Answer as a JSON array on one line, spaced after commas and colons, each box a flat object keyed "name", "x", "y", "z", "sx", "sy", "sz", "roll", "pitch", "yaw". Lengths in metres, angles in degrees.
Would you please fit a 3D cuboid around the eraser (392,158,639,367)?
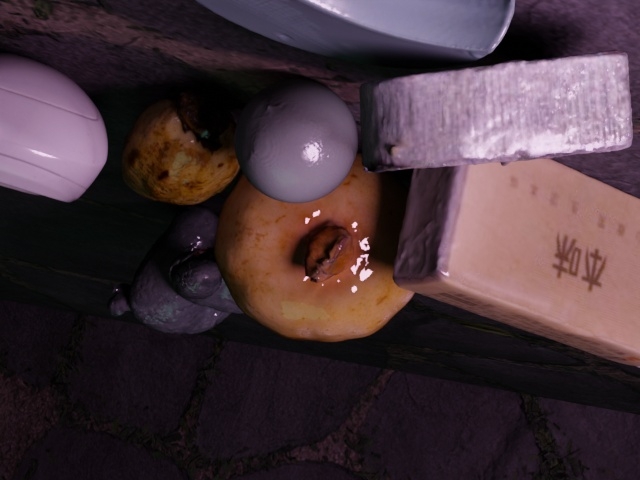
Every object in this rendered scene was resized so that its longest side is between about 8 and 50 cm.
[{"name": "eraser", "x": 0.230, "y": 0.020, "z": 1.196, "sx": 0.343, "sy": 0.144, "sz": 0.078, "roll": 19, "pitch": 166, "yaw": -28}]

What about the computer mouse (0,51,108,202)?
[{"name": "computer mouse", "x": -0.295, "y": -0.113, "z": 1.243, "sx": 0.184, "sy": 0.121, "sz": 0.297, "roll": 15, "pitch": -178, "yaw": -15}]

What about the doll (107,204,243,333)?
[{"name": "doll", "x": -0.106, "y": 0.017, "z": 1.665, "sx": 0.246, "sy": 0.158, "sz": 0.340, "roll": -18, "pitch": 178, "yaw": -44}]

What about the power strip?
[{"name": "power strip", "x": 0.002, "y": -0.163, "z": 0.812, "sx": 0.253, "sy": 0.054, "sz": 0.168, "roll": 22, "pitch": 168, "yaw": -34}]

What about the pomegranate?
[{"name": "pomegranate", "x": 0.000, "y": -0.001, "z": 1.268, "sx": 0.207, "sy": 0.207, "sz": 0.207, "roll": 13, "pitch": 168, "yaw": 3}]

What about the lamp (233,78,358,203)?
[{"name": "lamp", "x": -0.020, "y": -0.082, "z": 1.096, "sx": 0.105, "sy": 0.105, "sz": 0.105, "roll": 13, "pitch": 168, "yaw": 3}]

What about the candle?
[{"name": "candle", "x": 0.124, "y": -0.082, "z": 0.872, "sx": 0.169, "sy": 0.068, "sz": 0.192, "roll": -3, "pitch": -174, "yaw": 35}]

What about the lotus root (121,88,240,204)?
[{"name": "lotus root", "x": -0.136, "y": -0.079, "z": 1.279, "sx": 0.110, "sy": 0.097, "sz": 0.258, "roll": 13, "pitch": 172, "yaw": -11}]
